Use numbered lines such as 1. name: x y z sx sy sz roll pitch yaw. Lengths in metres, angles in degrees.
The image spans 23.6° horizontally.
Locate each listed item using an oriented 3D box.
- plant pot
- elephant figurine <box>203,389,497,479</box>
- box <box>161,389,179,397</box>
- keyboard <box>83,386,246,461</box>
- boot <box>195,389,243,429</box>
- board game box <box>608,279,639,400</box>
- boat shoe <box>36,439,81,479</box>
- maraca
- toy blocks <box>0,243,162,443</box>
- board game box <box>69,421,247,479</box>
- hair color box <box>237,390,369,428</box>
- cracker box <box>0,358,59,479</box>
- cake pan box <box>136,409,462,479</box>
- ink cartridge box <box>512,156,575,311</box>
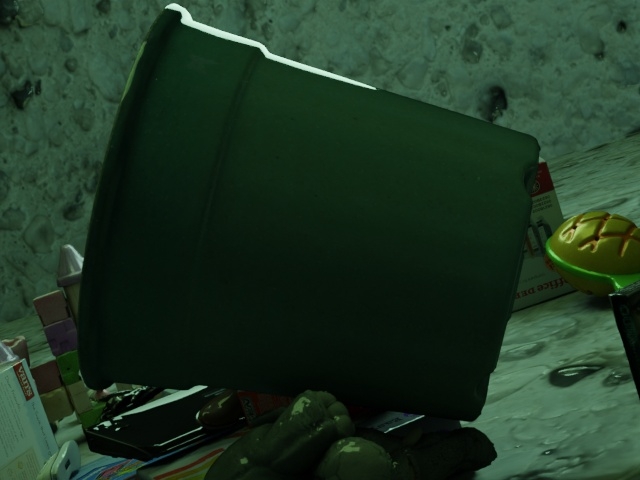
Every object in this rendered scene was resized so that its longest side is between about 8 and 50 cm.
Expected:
1. plant pot: 0.000 0.000 1.323 0.334 0.341 0.341 13 10 3
2. elephant figurine: 0.012 0.200 1.239 0.169 0.186 0.239 -60 -12 9
3. box: -0.077 0.174 1.783 0.186 0.038 0.145 -12 4 -19
4. keyboard: -0.113 0.167 1.640 0.317 0.033 0.202 -18 17 -40
5. boot: -0.077 0.123 1.512 0.037 0.114 0.106 32 38 26
6. board game box: 0.338 0.073 1.343 0.186 0.126 0.026 -24 9 -33
7. boat shoe: -0.297 0.255 1.729 0.035 0.035 0.100 -14 15 9
8. maraca: 0.352 0.024 1.833 0.127 0.099 0.186 -18 31 -29
9. toy blocks: -0.317 0.129 2.044 0.289 0.260 0.309 -20 7 -8
10. board game box: -0.199 0.253 1.736 0.281 0.027 0.145 -22 7 -26
11. hair color box: -0.005 0.146 1.469 0.141 0.043 0.072 -10 11 46
12. cracker box: -0.396 0.247 1.768 0.067 0.155 0.232 -16 7 23
13. cake pan box: -0.017 0.212 1.440 0.267 0.070 0.246 -20 9 -17
14. ink cartridge box: 0.249 -0.008 1.996 0.128 0.176 0.127 -19 10 -1
